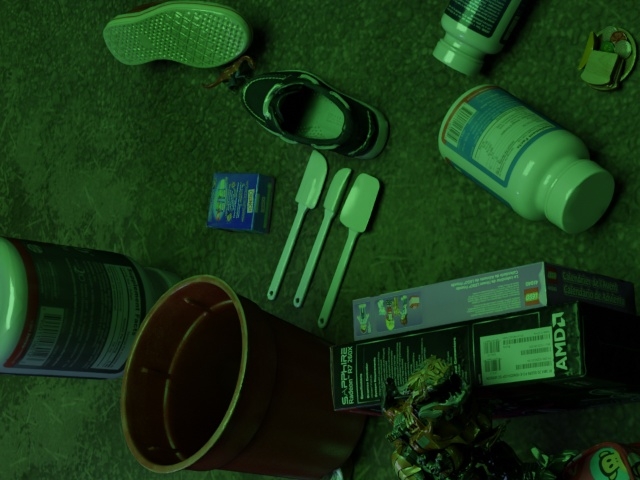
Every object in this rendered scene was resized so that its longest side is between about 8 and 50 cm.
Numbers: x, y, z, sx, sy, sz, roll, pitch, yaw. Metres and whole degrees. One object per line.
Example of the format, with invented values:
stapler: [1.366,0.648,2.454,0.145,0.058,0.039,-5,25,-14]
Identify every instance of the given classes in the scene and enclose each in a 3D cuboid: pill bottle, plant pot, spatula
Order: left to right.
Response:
pill bottle: [-0.392,0.114,2.120,0.210,0.363,0.210,-9,77,42]
plant pot: [-0.092,0.213,1.867,0.272,0.265,0.272,-24,56,41]
spatula: [0.000,0.000,2.009,0.168,0.019,0.242,27,101,42]
pill bottle: [0.220,-0.311,1.802,0.094,0.094,0.169,41,110,40]
pill bottle: [0.264,-0.100,1.704,0.221,0.124,0.124,41,111,39]

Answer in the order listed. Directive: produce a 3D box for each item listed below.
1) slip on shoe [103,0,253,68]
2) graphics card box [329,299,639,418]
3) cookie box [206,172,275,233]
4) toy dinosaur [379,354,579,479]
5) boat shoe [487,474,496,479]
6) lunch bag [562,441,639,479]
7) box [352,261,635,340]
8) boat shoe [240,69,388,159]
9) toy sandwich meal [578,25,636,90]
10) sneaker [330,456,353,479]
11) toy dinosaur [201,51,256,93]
slip on shoe: [-0.229,-0.355,2.225,0.331,0.101,0.123,5,130,46]
graphics card box: [0.222,0.157,1.623,0.371,0.232,0.094,-15,69,40]
cookie box: [-0.127,-0.059,2.123,0.107,0.040,0.092,4,85,44]
toy dinosaur: [0.160,0.251,1.537,0.218,0.322,0.164,32,79,23]
boat shoe: [0.219,0.403,1.716,0.065,0.075,0.206,5,78,1]
lunch bag: [0.338,0.406,1.546,0.258,0.120,0.293,-44,56,30]
box: [0.214,0.088,1.664,0.293,0.201,0.057,-14,73,41]
boat shoe: [-0.030,-0.202,2.021,0.302,0.091,0.114,18,95,44]
toy sandwich meal: [0.362,-0.232,1.699,0.085,0.029,0.086,-9,76,42]
sneaker: [0.026,0.337,1.914,0.037,0.032,0.083,-18,70,40]
toy dinosaur: [-0.137,-0.269,2.157,0.047,0.090,0.082,60,155,14]
